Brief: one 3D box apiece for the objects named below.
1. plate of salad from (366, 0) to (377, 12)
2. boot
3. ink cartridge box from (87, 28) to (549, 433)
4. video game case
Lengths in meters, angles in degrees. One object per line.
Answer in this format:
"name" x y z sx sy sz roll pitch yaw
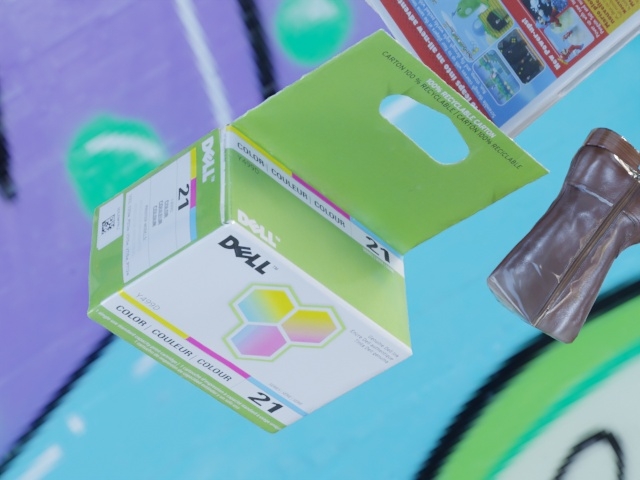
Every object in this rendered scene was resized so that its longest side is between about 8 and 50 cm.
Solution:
"plate of salad" 0.117 -0.232 1.481 0.200 0.200 0.048 -17 41 35
"boot" 0.147 0.016 0.919 0.114 0.106 0.037 -56 7 -25
"ink cartridge box" 0.000 0.000 1.205 0.255 0.189 0.097 -31 41 29
"video game case" 0.168 -0.226 1.323 0.285 0.204 0.025 -40 -20 22
